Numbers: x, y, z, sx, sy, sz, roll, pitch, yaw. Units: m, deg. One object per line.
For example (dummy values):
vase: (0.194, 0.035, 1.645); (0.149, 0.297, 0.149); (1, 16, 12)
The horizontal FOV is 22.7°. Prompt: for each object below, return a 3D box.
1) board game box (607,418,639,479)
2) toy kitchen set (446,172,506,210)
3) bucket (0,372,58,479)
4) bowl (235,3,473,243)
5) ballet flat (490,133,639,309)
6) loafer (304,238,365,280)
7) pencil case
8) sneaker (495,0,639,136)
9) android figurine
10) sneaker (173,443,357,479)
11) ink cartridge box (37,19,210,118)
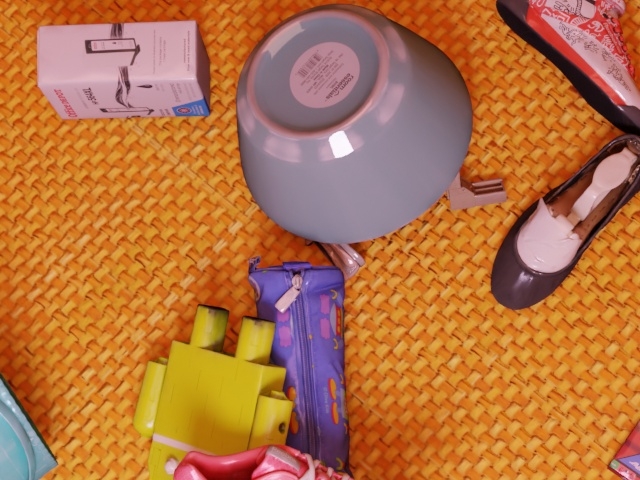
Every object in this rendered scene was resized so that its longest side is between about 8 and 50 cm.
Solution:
board game box: (0.505, 0.298, 1.929); (0.281, 0.027, 0.145); (34, 78, 11)
toy kitchen set: (0.193, -0.095, 2.036); (0.075, 0.083, 0.068); (-9, 33, 0)
bucket: (-0.449, 0.218, 1.882); (0.183, 0.281, 0.281); (-34, 76, -11)
bowl: (0.018, -0.168, 1.970); (0.311, 0.163, 0.312); (-8, 64, 17)
ballet flat: (0.312, -0.035, 1.994); (0.095, 0.096, 0.280); (39, 80, 11)
loafer: (0.000, 0.000, 2.030); (0.125, 0.045, 0.039); (41, 87, 10)
pencil case: (-0.022, 0.168, 1.938); (0.119, 0.133, 0.306); (-4, 75, 1)
sneaker: (0.368, -0.267, 2.059); (0.145, 0.090, 0.270); (-42, 74, -6)
android figurine: (-0.130, 0.218, 1.911); (0.248, 0.056, 0.273); (13, 89, 43)
sneaker: (-0.020, 0.291, 1.762); (0.313, 0.116, 0.136); (-1, 118, 7)
ink cartridge box: (-0.250, -0.217, 2.047); (0.203, 0.148, 0.086); (-2, 76, 3)
